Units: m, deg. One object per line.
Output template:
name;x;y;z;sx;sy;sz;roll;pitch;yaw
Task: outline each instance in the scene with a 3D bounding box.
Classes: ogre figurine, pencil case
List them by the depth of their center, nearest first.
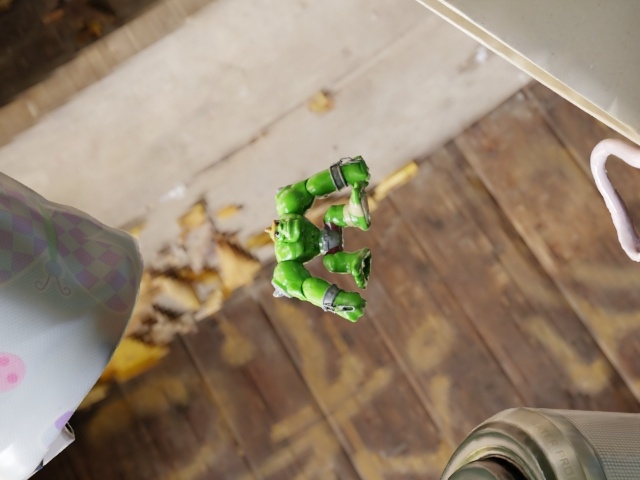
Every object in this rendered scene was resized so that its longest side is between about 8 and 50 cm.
pencil case;-0.201;-0.014;0.624;0.273;0.124;0.113;31;105;-20
ogre figurine;0.000;0.000;1.927;0.118;0.197;0.097;-5;179;18

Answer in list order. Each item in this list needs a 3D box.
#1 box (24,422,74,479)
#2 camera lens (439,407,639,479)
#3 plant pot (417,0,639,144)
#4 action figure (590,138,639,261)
box;-0.363;0.080;1.443;0.127;0.231;0.262;-38;139;-13
camera lens;0.228;0.234;1.161;0.274;0.219;0.219;5;135;-24
plant pot;0.122;-0.190;0.819;0.284;0.284;0.191;22;104;-53
action figure;0.346;-0.114;1.449;0.276;0.248;0.370;-28;-179;15
